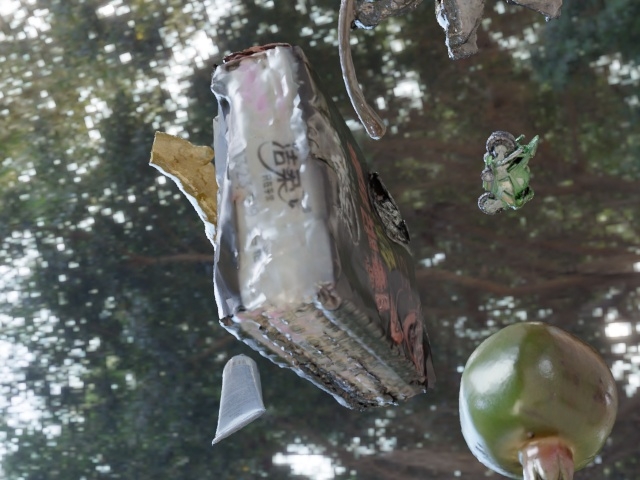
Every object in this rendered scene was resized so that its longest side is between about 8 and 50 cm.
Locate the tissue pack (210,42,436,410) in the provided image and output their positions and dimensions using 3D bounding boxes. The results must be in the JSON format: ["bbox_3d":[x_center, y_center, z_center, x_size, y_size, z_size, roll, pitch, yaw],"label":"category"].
[{"bbox_3d":[0.000,0.000,1.059,0.332,0.123,0.245,48,-152,-62],"label":"tissue pack"}]

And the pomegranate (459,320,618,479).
[{"bbox_3d":[0.232,0.192,1.271,0.180,0.180,0.209,53,-154,-30],"label":"pomegranate"}]

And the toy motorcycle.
[{"bbox_3d":[0.363,-0.124,2.283,0.074,0.106,0.190,-72,-12,-52],"label":"toy motorcycle"}]

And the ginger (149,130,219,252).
[{"bbox_3d":[-0.151,-0.043,1.696,0.299,0.118,0.065,54,-151,-37],"label":"ginger"}]

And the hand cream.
[{"bbox_3d":[-0.121,0.228,1.749,0.055,0.088,0.256,60,-176,-12],"label":"hand cream"}]

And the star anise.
[{"bbox_3d":[0.157,-0.315,1.325,0.139,0.316,0.359,-80,-23,-75],"label":"star anise"}]
